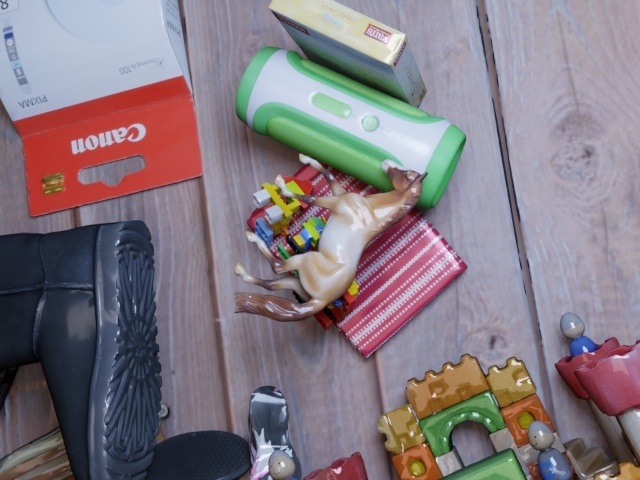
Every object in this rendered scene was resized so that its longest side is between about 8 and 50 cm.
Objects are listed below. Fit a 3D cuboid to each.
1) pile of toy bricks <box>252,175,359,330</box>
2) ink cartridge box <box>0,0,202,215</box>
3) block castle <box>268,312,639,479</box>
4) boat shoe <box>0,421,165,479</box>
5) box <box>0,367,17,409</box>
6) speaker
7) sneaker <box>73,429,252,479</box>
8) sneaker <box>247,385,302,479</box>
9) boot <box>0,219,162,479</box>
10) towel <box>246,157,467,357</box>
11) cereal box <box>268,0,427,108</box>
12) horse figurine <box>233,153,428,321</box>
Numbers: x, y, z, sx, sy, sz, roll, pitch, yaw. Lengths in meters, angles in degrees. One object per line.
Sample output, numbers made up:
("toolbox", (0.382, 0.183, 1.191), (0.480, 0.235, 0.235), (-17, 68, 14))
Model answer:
("pile of toy bricks", (0.002, 0.011, 1.049), (0.105, 0.118, 0.212), (-27, 63, -24))
("ink cartridge box", (-0.362, -0.258, 1.187), (0.307, 0.091, 0.385), (-12, 81, 12))
("block castle", (0.175, 0.250, 0.901), (0.453, 0.303, 0.213), (-27, 78, 8))
("boat shoe", (-0.369, 0.331, 1.115), (0.324, 0.122, 0.120), (-34, 83, 8))
("box", (-0.629, 0.187, 1.213), (0.293, 0.073, 0.296), (21, 90, 15))
("speaker", (0.039, -0.153, 1.033), (0.296, 0.131, 0.131), (26, 91, 11))
("sneaker", (-0.229, 0.365, 1.096), (0.269, 0.145, 0.090), (-14, 48, -22))
("sneaker", (-0.067, 0.295, 1.069), (0.071, 0.077, 0.178), (2, 74, -11))
("boot", (-0.447, 0.165, 1.045), (0.444, 0.146, 0.367), (-6, 73, 13))
("towel", (0.046, 0.002, 1.095), (0.199, 0.031, 0.275), (-43, 77, 6))
("cereal box", (0.045, -0.247, 1.012), (0.173, 0.240, 0.047), (29, 91, 14))
("horse figurine", (0.000, 0.000, 0.948), (0.174, 0.066, 0.263), (25, 74, 16))
